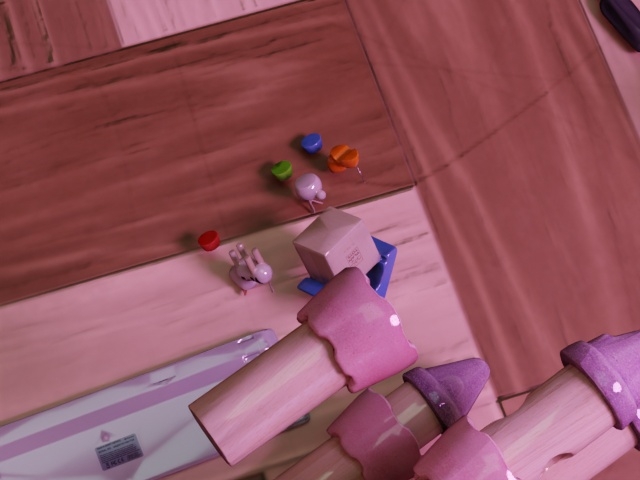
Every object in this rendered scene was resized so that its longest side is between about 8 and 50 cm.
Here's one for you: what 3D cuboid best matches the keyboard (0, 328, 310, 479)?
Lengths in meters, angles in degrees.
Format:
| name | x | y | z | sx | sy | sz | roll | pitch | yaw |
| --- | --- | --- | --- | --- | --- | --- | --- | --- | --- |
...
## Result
| name | x | y | z | sx | sy | sz | roll | pitch | yaw |
| --- | --- | --- | --- | --- | --- | --- | --- | --- | --- |
| keyboard | -0.137 | 0.132 | 1.289 | 0.256 | 0.014 | 0.072 | -20 | 74 | -10 |

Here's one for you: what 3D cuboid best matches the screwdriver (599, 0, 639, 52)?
| name | x | y | z | sx | sy | sz | roll | pitch | yaw |
| --- | --- | --- | --- | --- | --- | --- | --- | --- | --- |
| screwdriver | 0.197 | -0.205 | 1.443 | 0.025 | 0.024 | 0.170 | -9 | 57 | -38 |

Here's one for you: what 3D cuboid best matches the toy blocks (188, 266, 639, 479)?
| name | x | y | z | sx | sy | sz | roll | pitch | yaw |
| --- | --- | --- | --- | --- | --- | --- | --- | --- | --- |
| toy blocks | 0.123 | 0.165 | 1.135 | 0.260 | 0.288 | 0.309 | -35 | 69 | -10 |

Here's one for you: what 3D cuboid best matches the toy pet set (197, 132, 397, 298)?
| name | x | y | z | sx | sy | sz | roll | pitch | yaw |
| --- | --- | --- | --- | --- | --- | --- | --- | --- | --- |
| toy pet set | 0.000 | 0.000 | 1.336 | 0.122 | 0.065 | 0.114 | -44 | 40 | -21 |
